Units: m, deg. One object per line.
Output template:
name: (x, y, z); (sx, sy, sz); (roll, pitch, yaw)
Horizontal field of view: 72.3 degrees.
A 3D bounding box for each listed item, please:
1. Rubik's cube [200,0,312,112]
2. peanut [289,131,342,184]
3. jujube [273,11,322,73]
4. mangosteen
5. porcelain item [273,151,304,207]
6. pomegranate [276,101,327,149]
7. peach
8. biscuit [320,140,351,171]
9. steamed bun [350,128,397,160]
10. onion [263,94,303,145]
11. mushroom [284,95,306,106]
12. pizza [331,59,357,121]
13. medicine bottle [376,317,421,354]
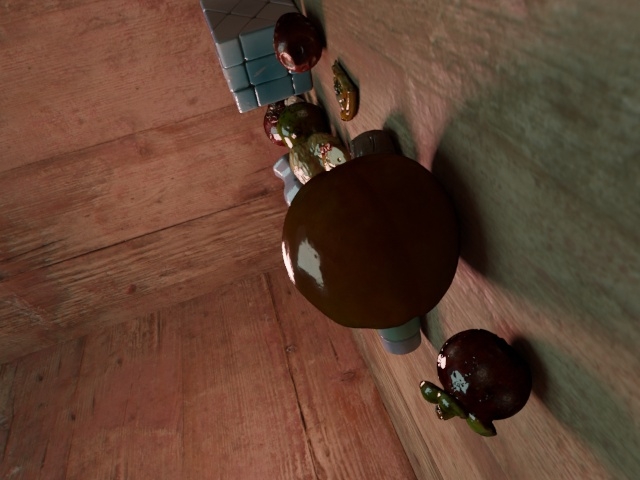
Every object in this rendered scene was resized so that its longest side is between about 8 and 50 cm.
Rubik's cube: (-0.238, -0.742, 1.677); (0.315, 0.322, 0.318); (81, 167, -56)
peanut: (-0.006, -0.297, 1.617); (0.196, 0.233, 0.110); (58, -151, -7)
jujube: (-0.077, -0.634, 1.385); (0.155, 0.155, 0.230); (77, -178, -49)
mangosteen: (0.269, 0.246, 0.761); (0.166, 0.180, 0.166); (39, -177, -2)
porcelain item: (-0.016, -0.173, 1.794); (0.404, 0.243, 0.178); (58, 150, 10)
pomegranate: (-0.057, -0.444, 1.736); (0.246, 0.198, 0.198); (2, -116, -57)
peach: (0.089, -0.007, 0.848); (0.342, 0.343, 0.301); (-121, 11, -66)
biscuit: (0.064, -0.232, 1.508); (0.166, 0.036, 0.225); (16, 129, 43)
steamed bun: (0.124, -0.193, 1.064); (0.175, 0.107, 0.144); (-161, 52, -86)
onion: (-0.159, -0.580, 2.059); (0.222, 0.281, 0.280); (-1, 115, 38)
mushroom: (-0.052, -0.460, 1.907); (0.350, 0.097, 0.109); (68, -155, -5)
pizza: (0.062, -0.431, 1.237); (0.185, 0.036, 0.175); (-159, 50, -82)
medicine bottle: (0.224, 0.216, 1.303); (0.139, 0.139, 0.225); (-120, 12, -64)
